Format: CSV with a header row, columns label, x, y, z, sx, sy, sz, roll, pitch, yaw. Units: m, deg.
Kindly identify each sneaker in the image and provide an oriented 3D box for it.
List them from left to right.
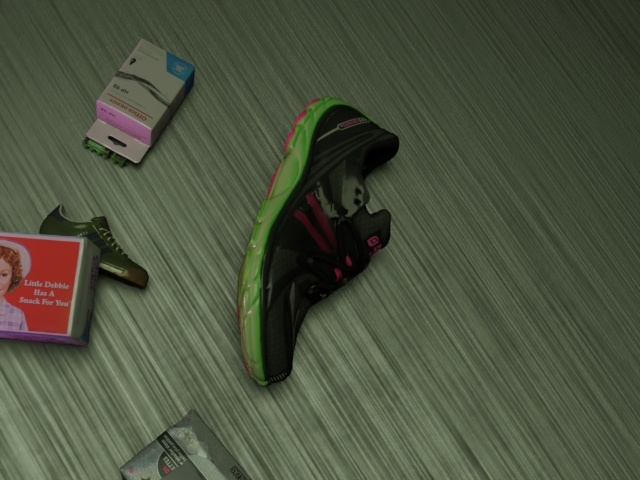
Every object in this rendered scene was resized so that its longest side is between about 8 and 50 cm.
label,x,y,z,sx,sy,sz,roll,pitch,yaw
sneaker,-0.348,0.003,1.899,0.192,0.064,0.086,21,76,4
sneaker,0.000,0.000,1.878,0.202,0.185,0.483,18,73,4

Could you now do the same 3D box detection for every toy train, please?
label,x,y,z,sx,sy,sz,roll,pitch,yaw
toy train,-0.351,-0.145,1.968,0.083,0.024,0.017,28,72,2

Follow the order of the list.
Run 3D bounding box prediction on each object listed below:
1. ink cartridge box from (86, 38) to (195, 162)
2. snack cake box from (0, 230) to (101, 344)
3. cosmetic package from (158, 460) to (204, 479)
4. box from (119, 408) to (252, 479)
label,x,y,z,sx,sy,sz,roll,pitch,yaw
ink cartridge box,-0.292,-0.227,1.969,0.104,0.060,0.180,28,64,2
snack cake box,-0.476,0.067,1.821,0.264,0.089,0.152,5,77,8
cosmetic package,-0.229,0.525,1.632,0.377,0.097,0.284,-44,82,20
box,-0.162,0.391,1.746,0.142,0.163,0.247,-39,80,-17
